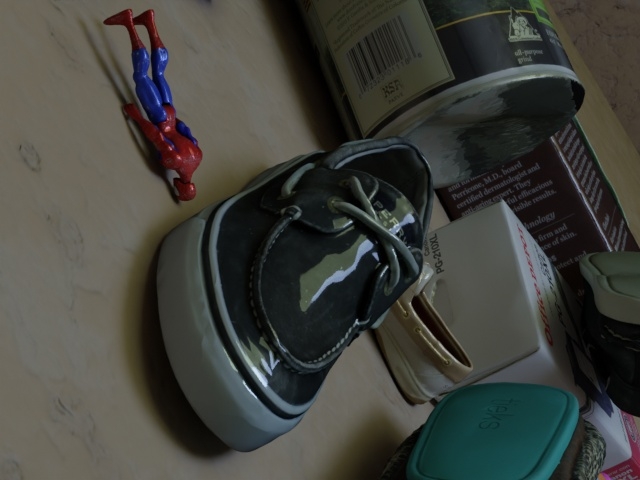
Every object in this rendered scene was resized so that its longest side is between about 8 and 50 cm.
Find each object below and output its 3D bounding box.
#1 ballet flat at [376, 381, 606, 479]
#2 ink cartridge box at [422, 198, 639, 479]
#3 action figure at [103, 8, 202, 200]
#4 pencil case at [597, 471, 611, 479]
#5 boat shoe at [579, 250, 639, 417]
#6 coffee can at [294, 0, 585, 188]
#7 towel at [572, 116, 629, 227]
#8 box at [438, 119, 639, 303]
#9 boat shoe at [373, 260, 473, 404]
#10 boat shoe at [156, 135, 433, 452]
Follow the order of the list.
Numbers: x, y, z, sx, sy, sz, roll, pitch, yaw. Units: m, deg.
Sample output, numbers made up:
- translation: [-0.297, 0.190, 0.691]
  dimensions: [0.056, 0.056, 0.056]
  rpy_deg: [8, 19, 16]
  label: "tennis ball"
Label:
- translation: [0.068, 0.190, 0.675]
  dimensions: [0.483, 0.164, 0.182]
  rpy_deg: [-1, 93, -71]
  label: "ballet flat"
- translation: [0.180, 0.106, 1.105]
  dimensions: [0.237, 0.100, 0.172]
  rpy_deg: [46, 25, -40]
  label: "ink cartridge box"
- translation: [-0.096, -0.078, 0.756]
  dimensions: [0.038, 0.030, 0.115]
  rpy_deg: [-14, 83, -64]
  label: "action figure"
- translation: [0.218, 0.289, 0.973]
  dimensions: [0.236, 0.104, 0.104]
  rpy_deg: [66, 20, 10]
  label: "pencil case"
- translation: [0.286, 0.077, 1.103]
  dimensions: [0.340, 0.127, 0.113]
  rpy_deg: [-35, 128, -79]
  label: "boat shoe"
- translation: [0.082, -0.206, 1.109]
  dimensions: [0.201, 0.201, 0.275]
  rpy_deg: [17, 49, -64]
  label: "coffee can"
- translation: [0.303, -0.094, 1.609]
  dimensions: [0.325, 0.038, 0.248]
  rpy_deg: [66, -1, -82]
  label: "towel"
- translation: [0.225, -0.041, 1.354]
  dimensions: [0.381, 0.143, 0.191]
  rpy_deg: [64, 20, -4]
  label: "box"
- translation: [0.059, 0.036, 0.953]
  dimensions: [0.170, 0.059, 0.063]
  rpy_deg: [61, 20, -5]
  label: "boat shoe"
- translation: [0.000, 0.000, 0.760]
  dimensions: [0.121, 0.119, 0.335]
  rpy_deg: [58, 20, -15]
  label: "boat shoe"
